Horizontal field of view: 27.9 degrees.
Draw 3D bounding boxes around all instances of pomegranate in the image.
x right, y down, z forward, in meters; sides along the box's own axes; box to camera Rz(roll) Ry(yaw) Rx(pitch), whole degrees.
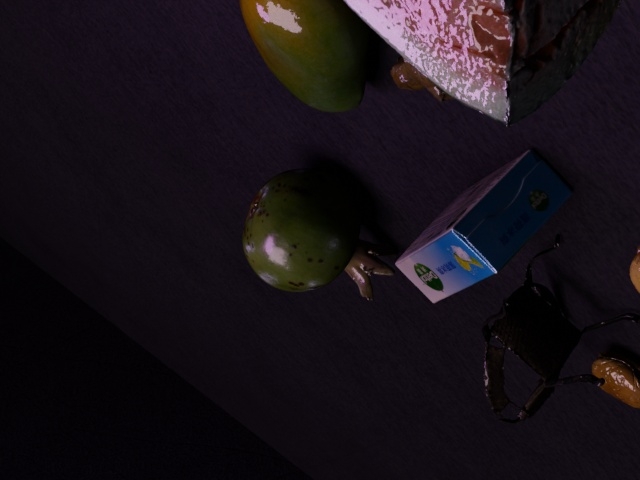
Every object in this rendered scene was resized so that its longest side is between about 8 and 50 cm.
[{"bbox_3d":[0.000,0.000,1.834,0.224,0.181,0.181,29,167,-22],"label":"pomegranate"}]

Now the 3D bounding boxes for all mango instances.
[{"bbox_3d":[-0.010,-0.236,1.461,0.156,0.114,0.251,25,166,21],"label":"mango"}]

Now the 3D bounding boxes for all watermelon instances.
[{"bbox_3d":[0.118,-0.257,1.005,0.262,0.213,0.201,38,159,17],"label":"watermelon"}]

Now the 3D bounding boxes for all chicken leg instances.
[{"bbox_3d":[0.118,-0.186,1.367,0.085,0.069,0.198,49,167,-8],"label":"chicken leg"}]

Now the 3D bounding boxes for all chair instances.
[{"bbox_3d":[0.267,0.121,1.545,0.149,0.174,0.213,39,149,5],"label":"chair"}]

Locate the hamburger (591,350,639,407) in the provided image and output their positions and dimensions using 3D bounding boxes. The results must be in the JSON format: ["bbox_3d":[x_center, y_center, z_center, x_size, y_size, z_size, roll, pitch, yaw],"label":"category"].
[{"bbox_3d":[0.377,0.172,1.594,0.083,0.044,0.076,32,156,37],"label":"hamburger"}]

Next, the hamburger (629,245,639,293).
[{"bbox_3d":[0.386,0.048,1.280,0.147,0.083,0.138,50,163,-8],"label":"hamburger"}]

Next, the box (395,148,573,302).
[{"bbox_3d":[0.182,-0.013,1.468,0.073,0.139,0.194,46,160,-3],"label":"box"}]
